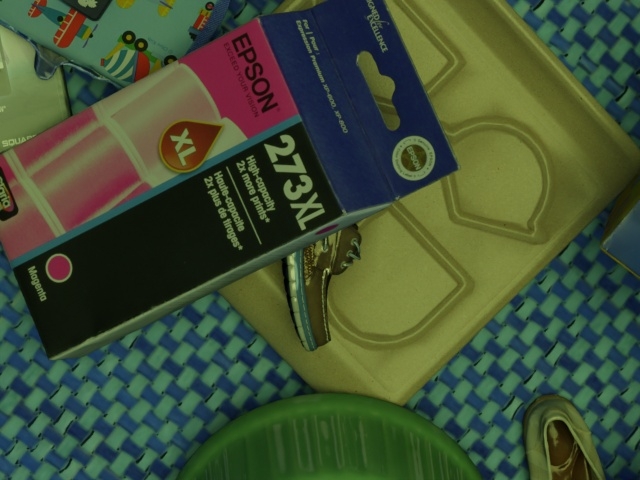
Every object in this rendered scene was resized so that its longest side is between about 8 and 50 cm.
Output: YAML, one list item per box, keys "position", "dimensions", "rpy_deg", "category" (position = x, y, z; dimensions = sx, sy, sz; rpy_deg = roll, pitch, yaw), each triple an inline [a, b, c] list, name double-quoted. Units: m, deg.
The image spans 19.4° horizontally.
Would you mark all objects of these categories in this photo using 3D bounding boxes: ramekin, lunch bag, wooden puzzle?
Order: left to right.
- position: [-0.168, -0.267, 1.545]
  dimensions: [0.221, 0.138, 0.293]
  rpy_deg: [27, 98, -16]
  category: "lunch bag"
- position: [0.010, 0.294, 1.568]
  dimensions: [0.303, 0.148, 0.303]
  rpy_deg: [-1, 106, -3]
  category: "ramekin"
- position: [0.050, -0.063, 1.617]
  dimensions: [0.348, 0.080, 0.322]
  rpy_deg: [-43, 98, 2]
  category: "wooden puzzle"

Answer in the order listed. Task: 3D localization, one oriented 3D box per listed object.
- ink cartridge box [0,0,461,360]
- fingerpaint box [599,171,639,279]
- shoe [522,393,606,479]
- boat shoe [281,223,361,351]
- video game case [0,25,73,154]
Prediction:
- position: [-0.090, -0.056, 1.506]
  dimensions: [0.371, 0.069, 0.175]
  rpy_deg: [-26, 82, 15]
  category: "ink cartridge box"
- position: [0.502, -0.070, 1.460]
  dimensions: [0.371, 0.163, 0.445]
  rpy_deg: [37, 111, 2]
  category: "fingerpaint box"
- position: [0.225, 0.248, 1.670]
  dimensions: [0.077, 0.058, 0.219]
  rpy_deg: [-15, 96, -6]
  category: "shoe"
- position: [0.000, 0.000, 1.546]
  dimensions: [0.066, 0.066, 0.183]
  rpy_deg: [-7, 98, -5]
  category: "boat shoe"
- position: [-0.327, -0.196, 1.576]
  dimensions: [0.196, 0.026, 0.274]
  rpy_deg: [-11, 97, -7]
  category: "video game case"
